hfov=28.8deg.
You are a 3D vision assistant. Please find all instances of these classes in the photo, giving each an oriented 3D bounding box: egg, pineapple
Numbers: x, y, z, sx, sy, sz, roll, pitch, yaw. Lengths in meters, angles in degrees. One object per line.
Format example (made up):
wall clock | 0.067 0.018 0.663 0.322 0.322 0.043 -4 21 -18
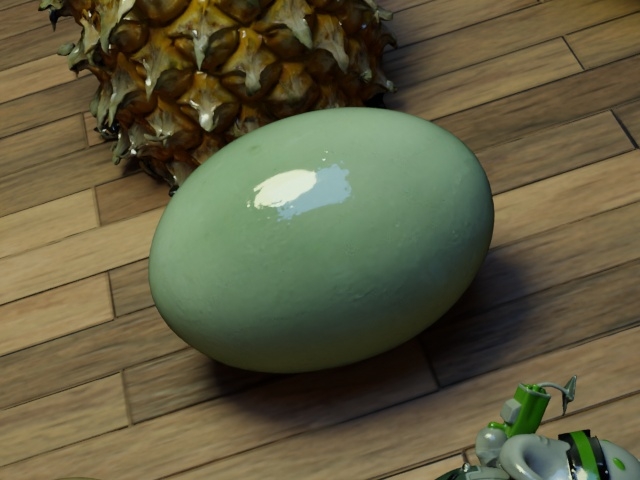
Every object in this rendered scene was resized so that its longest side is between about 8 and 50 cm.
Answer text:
egg | 0.000 0.000 0.992 0.283 0.203 0.203 -21 45 4
pineapple | -0.106 -0.238 1.197 0.352 0.300 0.352 -13 42 12

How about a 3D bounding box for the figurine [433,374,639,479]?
figurine | 0.154 0.181 0.837 0.192 0.126 0.147 -5 24 -2

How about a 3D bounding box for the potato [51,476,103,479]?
potato | -0.179 0.224 0.902 0.147 0.112 0.112 -2 47 5
